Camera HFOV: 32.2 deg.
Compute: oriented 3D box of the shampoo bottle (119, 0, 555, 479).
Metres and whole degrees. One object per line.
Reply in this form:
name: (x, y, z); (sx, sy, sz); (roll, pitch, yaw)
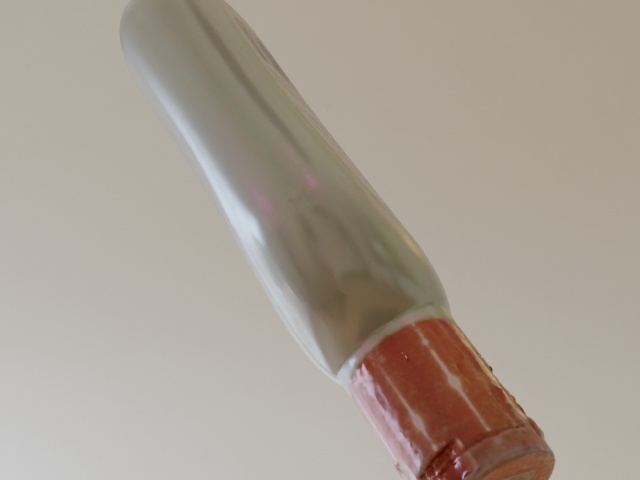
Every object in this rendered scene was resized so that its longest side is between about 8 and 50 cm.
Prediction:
shampoo bottle: (0.000, 0.000, 0.377); (0.051, 0.221, 0.108); (-34, -37, 0)
